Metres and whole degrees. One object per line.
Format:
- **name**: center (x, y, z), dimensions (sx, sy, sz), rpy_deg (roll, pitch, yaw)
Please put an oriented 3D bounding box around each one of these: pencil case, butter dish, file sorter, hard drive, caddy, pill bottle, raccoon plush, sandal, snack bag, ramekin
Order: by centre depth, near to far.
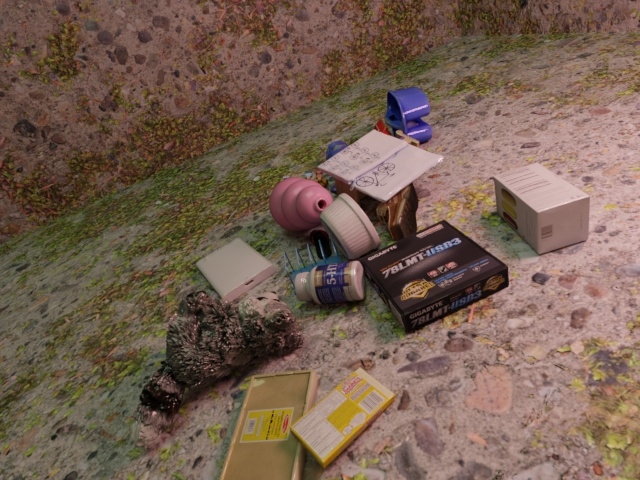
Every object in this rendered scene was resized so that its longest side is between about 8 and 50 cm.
- **raccoon plush**: center (-0.229, 0.323, 1.028), dimensions (0.299, 0.216, 0.446), rpy_deg (10, 71, 21)
- **pill bottle**: center (0.027, 0.124, 1.167), dimensions (0.187, 0.112, 0.112), rpy_deg (-10, 33, 19)
- **file sorter**: center (-0.020, 0.072, 1.282), dimensions (0.170, 0.104, 0.118), rpy_deg (-19, 32, 3)
- **ramekin**: center (0.086, -0.037, 1.299), dimensions (0.109, 0.207, 0.207), rpy_deg (-36, 33, -5)
- **sandal**: center (0.000, 0.000, 1.440), dimensions (0.067, 0.040, 0.179), rpy_deg (-22, 31, 0)
- **snack bag**: center (0.212, -0.278, 1.464), dimensions (0.323, 0.037, 0.342), rpy_deg (-35, 47, -22)
- **hard drive**: center (-0.317, 0.098, 1.483), dimensions (0.203, 0.040, 0.307), rpy_deg (-33, 34, -19)
- **pencil case**: center (0.104, -0.356, 1.848), dimensions (0.133, 0.119, 0.306), rpy_deg (-19, 31, -1)
- **caddy**: center (0.389, -0.573, 1.898), dimensions (0.179, 0.241, 0.341), rpy_deg (-14, 31, 4)
- **butter dish**: center (0.287, -0.463, 1.918), dimensions (0.160, 0.118, 0.160), rpy_deg (-57, 18, 26)

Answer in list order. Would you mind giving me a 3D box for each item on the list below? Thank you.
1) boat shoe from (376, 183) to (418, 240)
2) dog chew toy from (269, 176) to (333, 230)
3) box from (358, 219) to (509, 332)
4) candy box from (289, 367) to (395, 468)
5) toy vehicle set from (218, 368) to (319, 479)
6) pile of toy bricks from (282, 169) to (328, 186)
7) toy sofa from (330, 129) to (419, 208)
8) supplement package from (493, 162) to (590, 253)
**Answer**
- **boat shoe**: center (0.255, -0.091, 1.370), dimensions (0.120, 0.122, 0.324), rpy_deg (-13, 24, 24)
- **dog chew toy**: center (-0.060, -0.131, 1.475), dimensions (0.207, 0.206, 0.332), rpy_deg (-33, 16, -18)
- **box**: center (0.293, 0.082, 1.112), dimensions (0.296, 0.073, 0.293), rpy_deg (-24, 32, -5)
- **candy box**: center (0.048, 0.357, 0.841), dimensions (0.206, 0.027, 0.105), rpy_deg (-30, 36, -30)
- **toy vehicle set**: center (-0.105, 0.407, 0.884), dimensions (0.166, 0.035, 0.267), rpy_deg (-11, 33, 17)
- **pile of toy bricks**: center (-0.072, -0.234, 1.809), dimensions (0.212, 0.118, 0.105), rpy_deg (-6, 72, 5)
- **toy sofa**: center (0.208, -0.288, 1.612), dimensions (0.362, 0.150, 0.177), rpy_deg (-36, 53, -22)
- **supplement package**: center (0.602, -0.097, 1.131), dimensions (0.134, 0.139, 0.244), rpy_deg (-18, 30, 5)
